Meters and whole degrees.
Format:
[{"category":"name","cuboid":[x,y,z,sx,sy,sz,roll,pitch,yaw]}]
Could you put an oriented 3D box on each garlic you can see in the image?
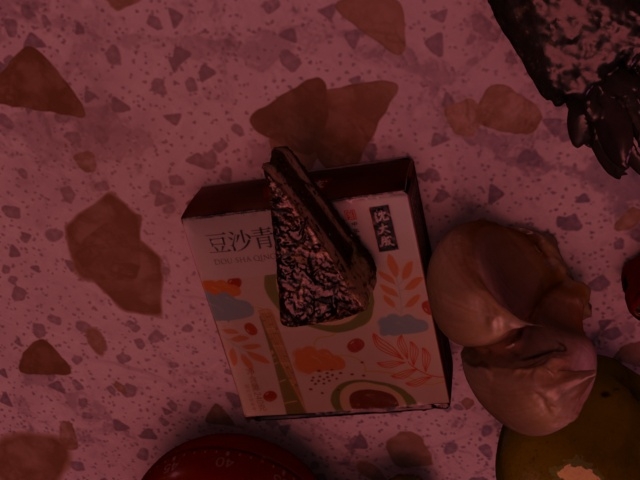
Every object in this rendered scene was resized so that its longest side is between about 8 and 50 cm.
[{"category":"garlic","cuboid":[0.279,0.119,1.340,0.249,0.313,0.286,-3,116,25]}]

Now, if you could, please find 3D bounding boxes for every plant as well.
[{"category":"plant","cuboid":[0.358,-0.231,1.195,0.181,0.194,0.320,-36,104,30]}]

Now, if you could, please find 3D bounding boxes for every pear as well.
[{"category":"pear","cuboid":[0.403,0.328,1.452,0.294,0.294,0.294,5,119,9]}]

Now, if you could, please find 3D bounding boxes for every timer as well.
[{"category":"timer","cuboid":[-0.156,0.519,1.665,0.378,0.279,0.378,5,117,10]}]

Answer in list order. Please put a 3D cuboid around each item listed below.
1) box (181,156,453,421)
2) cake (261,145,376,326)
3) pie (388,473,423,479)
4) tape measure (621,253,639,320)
[{"category":"box","cuboid":[0.007,0.088,1.481,0.344,0.122,0.385,-7,117,15]},{"category":"cake","cuboid":[0.004,-0.010,1.296,0.135,0.112,0.246,-1,115,9]},{"category":"pie","cuboid":[0.115,0.548,1.631,0.092,0.315,0.315,20,127,38]},{"category":"tape measure","cuboid":[0.583,0.052,1.352,0.260,0.114,0.253,31,120,-7]}]
